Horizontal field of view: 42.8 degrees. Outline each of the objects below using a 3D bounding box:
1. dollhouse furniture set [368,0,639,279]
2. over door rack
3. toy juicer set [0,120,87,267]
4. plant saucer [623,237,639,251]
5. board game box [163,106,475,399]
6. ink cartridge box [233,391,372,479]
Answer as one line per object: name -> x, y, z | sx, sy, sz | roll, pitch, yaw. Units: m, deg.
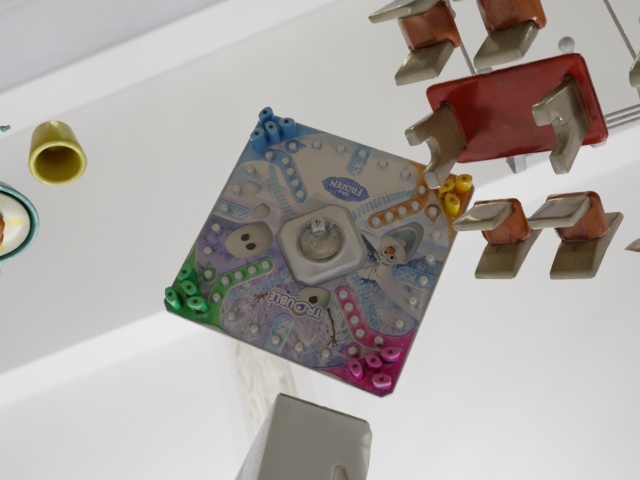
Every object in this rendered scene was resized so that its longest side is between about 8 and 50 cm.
dollhouse furniture set -> 0.205, -0.113, 0.670 | 0.259, 0.262, 0.135 | -4, -148, 42
over door rack -> 0.310, -0.262, 1.101 | 0.239, 0.108, 0.324 | -17, -123, 0
toy juicer set -> -0.454, -0.033, 1.008 | 0.329, 0.209, 0.089 | -48, -137, 23
plant saucer -> 0.328, 0.009, 0.762 | 0.083, 0.083, 0.015 | 10, -88, 23
board game box -> 0.000, 0.000, 1.291 | 0.390, 0.050, 0.390 | 20, -111, 13
ink cartridge box -> -0.058, 0.374, 1.007 | 0.129, 0.307, 0.223 | 20, -141, -6
